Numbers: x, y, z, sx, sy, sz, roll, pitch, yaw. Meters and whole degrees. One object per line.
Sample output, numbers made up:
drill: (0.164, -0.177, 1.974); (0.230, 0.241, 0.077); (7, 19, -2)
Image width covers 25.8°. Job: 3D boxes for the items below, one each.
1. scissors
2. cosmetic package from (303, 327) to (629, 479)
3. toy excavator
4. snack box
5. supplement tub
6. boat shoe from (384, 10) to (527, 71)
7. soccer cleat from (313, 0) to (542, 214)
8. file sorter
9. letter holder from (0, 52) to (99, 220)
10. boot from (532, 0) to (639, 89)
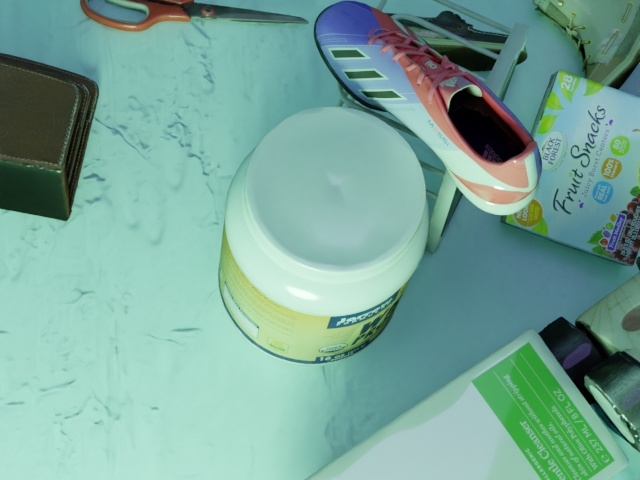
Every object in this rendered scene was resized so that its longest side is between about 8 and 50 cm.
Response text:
scissors: (-0.171, -0.299, 1.868); (0.297, 0.021, 0.109); (19, 66, 0)
cosmetic package: (0.134, 0.285, 1.574); (0.365, 0.155, 0.197); (-33, 79, -18)
toy excavator: (0.498, 0.258, 1.587); (0.222, 0.433, 0.445); (-37, 110, -4)
snack box: (0.346, -0.091, 1.782); (0.174, 0.070, 0.207); (20, 90, 1)
supplement tub: (0.000, 0.000, 1.610); (0.228, 0.316, 0.228); (2, 69, -5)
boat shoe: (0.164, -0.272, 1.861); (0.224, 0.080, 0.073); (1, 74, -1)
soccer cleat: (0.117, -0.165, 1.499); (0.108, 0.116, 0.318); (-39, 73, -16)
file sorter: (0.119, -0.149, 1.707); (0.173, 0.277, 0.193); (25, 68, 8)
letter holder: (-0.438, -0.173, 1.718); (0.302, 0.152, 0.214); (10, 66, -2)
boot: (0.351, -0.273, 1.886); (0.165, 0.077, 0.213); (37, 69, 10)
